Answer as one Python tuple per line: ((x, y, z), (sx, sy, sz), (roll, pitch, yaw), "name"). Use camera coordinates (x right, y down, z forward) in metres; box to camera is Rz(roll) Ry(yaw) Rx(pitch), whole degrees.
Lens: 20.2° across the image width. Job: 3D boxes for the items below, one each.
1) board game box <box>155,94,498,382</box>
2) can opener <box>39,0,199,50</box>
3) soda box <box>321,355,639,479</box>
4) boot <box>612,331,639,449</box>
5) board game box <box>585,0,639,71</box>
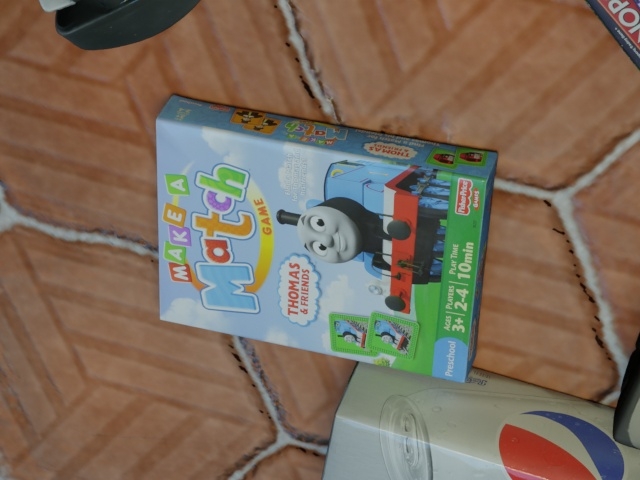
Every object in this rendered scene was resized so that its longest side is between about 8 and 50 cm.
((0.000, 0.000, 1.150), (0.212, 0.039, 0.160), (11, 126, 13), "board game box")
((-0.049, -0.190, 1.031), (0.280, 0.074, 0.093), (-17, 150, 29), "can opener")
((0.147, 0.162, 1.175), (0.286, 0.091, 0.098), (17, 126, 8), "soda box")
((0.352, 0.035, 0.990), (0.284, 0.138, 0.377), (25, 131, 3), "boot")
((0.165, -0.186, 0.954), (0.194, 0.060, 0.194), (-29, 110, 33), "board game box")
